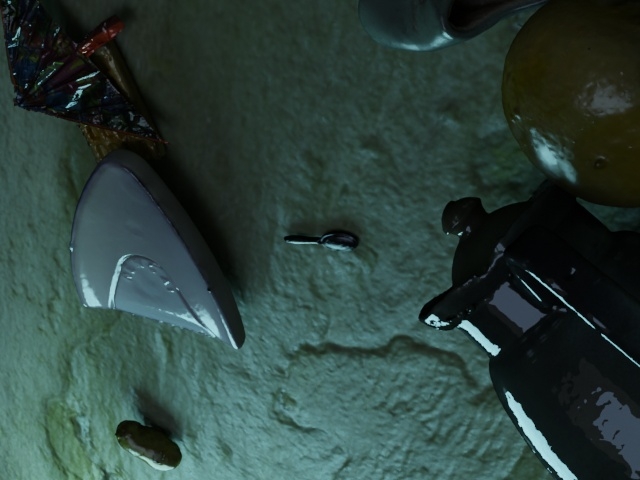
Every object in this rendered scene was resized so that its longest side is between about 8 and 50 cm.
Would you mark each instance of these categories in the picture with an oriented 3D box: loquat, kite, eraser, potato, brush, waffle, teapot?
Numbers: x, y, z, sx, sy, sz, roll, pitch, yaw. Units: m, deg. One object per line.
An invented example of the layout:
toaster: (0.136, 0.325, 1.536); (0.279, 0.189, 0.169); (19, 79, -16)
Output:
loquat: (0.220, -0.108, 0.894); (0.172, 0.149, 0.204); (43, 164, -3)
kite: (-0.244, -0.167, 1.212); (0.189, 0.009, 0.232); (-30, 106, 41)
eraser: (-0.180, 0.000, 1.304); (0.204, 0.059, 0.243); (15, 135, 22)
potato: (-0.215, 0.254, 1.547); (0.092, 0.046, 0.045); (29, 93, -3)
brush: (0.000, 0.000, 1.229); (0.083, 0.008, 0.024); (4, 130, 29)
waffle: (-0.215, -0.136, 1.242); (0.092, 0.021, 0.135); (-4, 122, 35)
teapot: (0.196, 0.076, 0.982); (0.285, 0.305, 0.223); (42, 117, 5)

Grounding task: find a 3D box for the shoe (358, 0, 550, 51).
shoe: (0.103, -0.191, 0.961); (0.195, 0.078, 0.079); (-13, 118, 34)
